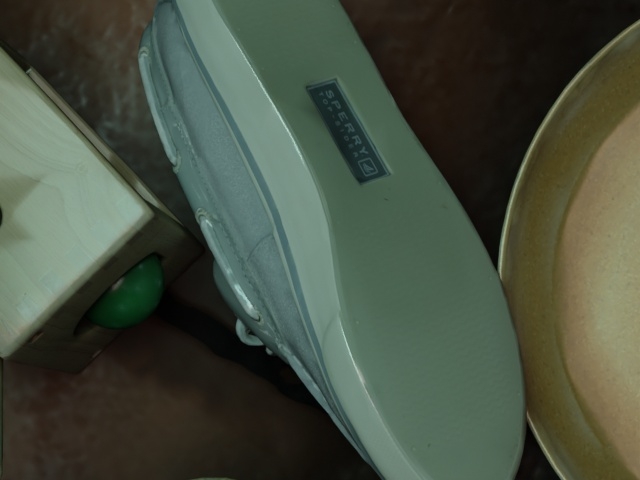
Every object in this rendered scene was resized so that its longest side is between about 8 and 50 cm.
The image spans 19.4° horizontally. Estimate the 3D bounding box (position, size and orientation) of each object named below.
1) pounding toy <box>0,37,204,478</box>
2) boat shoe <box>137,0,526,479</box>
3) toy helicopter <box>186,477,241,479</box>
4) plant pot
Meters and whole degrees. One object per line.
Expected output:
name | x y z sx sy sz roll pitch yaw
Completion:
pounding toy | -0.112 0.002 0.661 0.100 0.130 0.141 -44 81 0
boat shoe | -0.001 0.000 0.682 0.079 0.081 0.227 -14 73 -39
toy helicopter | -0.146 0.190 0.607 0.355 0.140 0.235 -26 75 10
plant pot | 0.183 0.017 0.680 0.236 0.032 0.236 -1 84 6
